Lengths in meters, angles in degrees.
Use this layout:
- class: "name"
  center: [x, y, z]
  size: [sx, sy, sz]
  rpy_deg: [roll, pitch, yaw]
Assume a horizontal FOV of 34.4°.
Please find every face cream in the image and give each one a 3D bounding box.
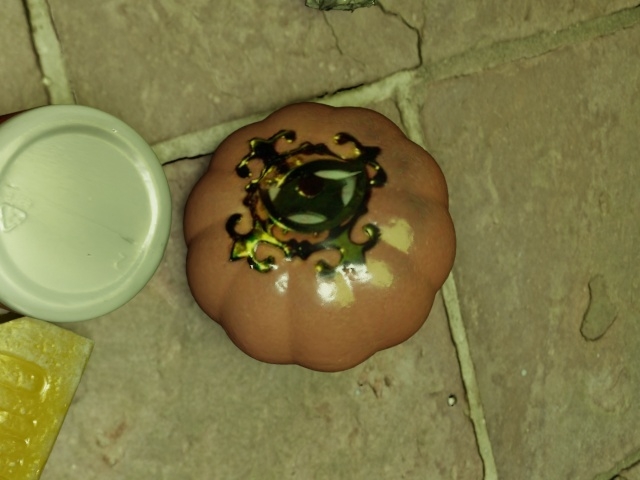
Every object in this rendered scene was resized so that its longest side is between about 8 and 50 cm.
- class: "face cream"
  center: [-0.268, -0.027, 1.002]
  size: [0.201, 0.187, 0.200]
  rpy_deg: [-1, 92, -33]

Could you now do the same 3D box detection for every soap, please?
- class: "soap"
  center: [-0.337, 0.182, 1.033]
  size: [0.140, 0.073, 0.232]
  rpy_deg: [30, 75, -35]

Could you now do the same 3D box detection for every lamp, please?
- class: "lamp"
  center: [0.000, 0.000, 1.146]
  size: [0.306, 0.239, 0.305]
  rpy_deg: [-2, 70, 7]

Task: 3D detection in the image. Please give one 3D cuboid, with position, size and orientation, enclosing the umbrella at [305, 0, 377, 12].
- class: "umbrella"
  center: [0.004, -0.447, 1.210]
  size: [0.106, 0.113, 0.357]
  rpy_deg: [-15, 100, -9]
